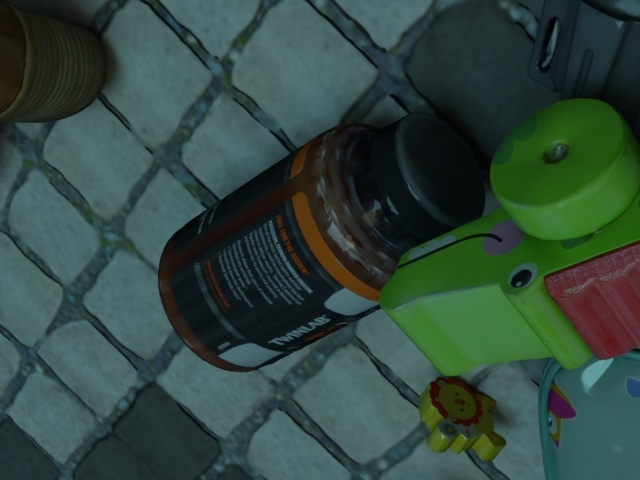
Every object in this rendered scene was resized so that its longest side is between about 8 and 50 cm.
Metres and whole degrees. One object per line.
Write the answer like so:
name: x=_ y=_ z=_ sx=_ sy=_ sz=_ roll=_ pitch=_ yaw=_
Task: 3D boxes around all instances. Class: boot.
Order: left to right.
boot: x=-0.302 y=-0.078 z=0.755 sx=0.283 sy=0.220 sz=0.109 roll=-14 pitch=83 yaw=35

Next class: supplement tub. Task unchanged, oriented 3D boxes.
supplement tub: x=0.000 y=0.000 z=0.699 sx=0.198 sy=0.106 sz=0.106 roll=-30 pitch=98 yaw=40

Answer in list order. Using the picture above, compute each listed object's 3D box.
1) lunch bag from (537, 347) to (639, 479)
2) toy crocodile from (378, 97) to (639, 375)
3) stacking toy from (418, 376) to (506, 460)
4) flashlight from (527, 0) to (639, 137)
lunch bag: x=0.258 y=0.135 z=0.613 sx=0.279 sy=0.108 sz=0.224 roll=7 pitch=118 yaw=29
toy crocodile: x=0.187 y=-0.013 z=0.517 sx=0.340 sy=0.105 sz=0.115 roll=-21 pitch=130 yaw=19
stacking toy: x=0.070 y=0.219 z=0.728 sx=0.052 sy=0.221 sz=0.167 roll=10 pitch=131 yaw=-21
flashlight: x=0.178 y=-0.185 z=0.498 sx=0.103 sy=0.103 sz=0.304 roll=-117 pitch=27 yaw=-49
